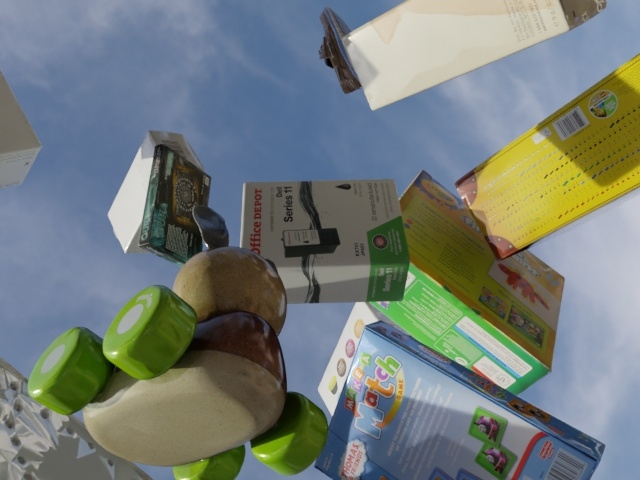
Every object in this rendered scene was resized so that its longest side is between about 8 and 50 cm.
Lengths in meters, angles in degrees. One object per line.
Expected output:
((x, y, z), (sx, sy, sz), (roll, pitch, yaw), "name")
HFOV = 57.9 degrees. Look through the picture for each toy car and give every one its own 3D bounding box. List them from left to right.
((-0.082, 0.060, 0.428), (0.155, 0.149, 0.188), (46, -148, -30), "toy car")

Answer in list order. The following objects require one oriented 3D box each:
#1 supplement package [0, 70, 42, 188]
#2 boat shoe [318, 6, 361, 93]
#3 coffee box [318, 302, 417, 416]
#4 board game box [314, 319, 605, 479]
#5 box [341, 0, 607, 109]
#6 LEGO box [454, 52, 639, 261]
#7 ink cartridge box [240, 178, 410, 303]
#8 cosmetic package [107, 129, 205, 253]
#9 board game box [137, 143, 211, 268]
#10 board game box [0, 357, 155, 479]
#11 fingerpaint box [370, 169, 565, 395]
((-0.658, -0.182, 0.975), (0.262, 0.145, 0.204), (-26, -95, -46), "supplement package")
((0.030, -0.348, 1.057), (0.066, 0.066, 0.183), (17, -135, -52), "boat shoe")
((0.248, 0.383, 1.544), (0.338, 0.334, 0.337), (8, -63, -30), "coffee box")
((0.107, 0.189, 0.505), (0.039, 0.212, 0.160), (-8, -60, -57), "board game box")
((0.196, -0.296, 0.789), (0.148, 0.311, 0.121), (-37, -73, -41), "box")
((0.579, -0.179, 1.132), (0.373, 0.500, 0.193), (-15, -106, -43), "LEGO box")
((0.000, 0.000, 0.758), (0.209, 0.086, 0.153), (-2, -130, -3), "ink cartridge box")
((-0.330, -0.091, 1.150), (0.086, 0.231, 0.117), (0, -133, -45), "cosmetic package")
((-0.241, -0.054, 0.975), (0.126, 0.026, 0.186), (38, -133, -52), "board game box")
((-0.306, 0.360, 0.634), (0.050, 0.390, 0.390), (-35, -66, 8), "board game box")
((0.317, 0.089, 1.331), (0.445, 0.163, 0.371), (38, -142, 3), "fingerpaint box")
